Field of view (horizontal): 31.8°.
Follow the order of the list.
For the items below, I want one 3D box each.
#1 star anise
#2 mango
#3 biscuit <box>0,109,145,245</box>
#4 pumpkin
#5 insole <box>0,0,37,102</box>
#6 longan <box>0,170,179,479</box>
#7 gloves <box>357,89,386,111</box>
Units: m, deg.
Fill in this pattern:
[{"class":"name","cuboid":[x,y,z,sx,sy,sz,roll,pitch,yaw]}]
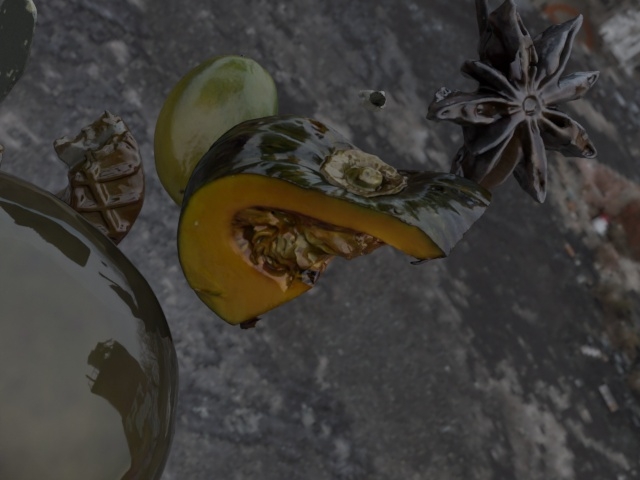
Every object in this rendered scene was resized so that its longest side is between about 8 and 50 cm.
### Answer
[{"class":"star anise","cuboid":[0.183,-0.147,1.096,0.209,0.089,0.231,-3,96,-31]},{"class":"mango","cuboid":[-0.120,-0.128,1.259,0.122,0.085,0.191,51,58,-28]},{"class":"biscuit","cuboid":[-0.463,-0.066,1.840,0.115,0.366,0.268,-102,-175,-55]},{"class":"pumpkin","cuboid":[-0.001,0.001,1.080,0.280,0.190,0.139,22,33,15]},{"class":"insole","cuboid":[-0.432,-0.241,1.523,0.011,0.248,0.081,-25,76,-45]},{"class":"longan","cuboid":[-0.282,0.101,0.836,0.361,0.361,0.361,35,36,-31]},{"class":"gloves","cuboid":[0.079,-0.215,1.713,0.044,0.037,0.081,37,10,-6]}]
